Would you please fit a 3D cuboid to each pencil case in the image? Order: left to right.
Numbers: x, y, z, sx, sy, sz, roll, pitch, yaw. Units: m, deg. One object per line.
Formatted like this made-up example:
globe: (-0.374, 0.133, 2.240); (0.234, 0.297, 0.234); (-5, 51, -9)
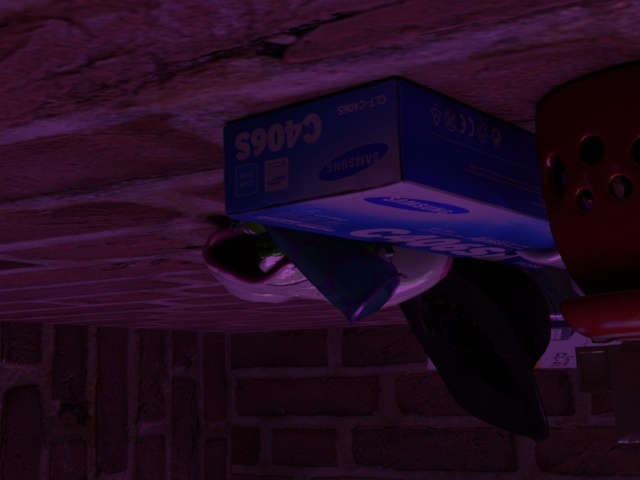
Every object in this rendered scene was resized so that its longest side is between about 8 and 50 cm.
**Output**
pencil case: (0.007, 0.005, 0.835); (0.070, 0.151, 0.064); (-47, 160, 11)

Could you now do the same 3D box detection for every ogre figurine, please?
ogre figurine: (0.000, 0.000, 0.952); (0.197, 0.097, 0.118); (43, 159, 4)

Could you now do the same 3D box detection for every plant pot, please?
plant pot: (0.254, -0.020, 0.620); (0.191, 0.174, 0.191); (-3, 170, -1)

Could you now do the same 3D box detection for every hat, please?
hat: (0.228, 0.105, 1.201); (0.134, 0.331, 0.331); (-35, -178, -18)

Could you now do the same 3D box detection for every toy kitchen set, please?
toy kitchen set: (0.234, 0.110, 0.646); (0.083, 0.068, 0.075); (-6, 170, 19)

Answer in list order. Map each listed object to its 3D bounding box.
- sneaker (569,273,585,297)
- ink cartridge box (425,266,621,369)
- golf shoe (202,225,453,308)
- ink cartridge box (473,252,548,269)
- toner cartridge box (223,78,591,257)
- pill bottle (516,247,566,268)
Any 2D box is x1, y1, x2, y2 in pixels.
sneaker: (0.531, 0.026, 1.202); (0.385, 0.145, 0.147); (-3, 141, 26)
ink cartridge box: (0.324, 0.112, 1.428); (0.306, 0.131, 0.226); (0, 150, 3)
golf shoe: (0.002, 0.023, 1.061); (0.306, 0.115, 0.140); (-5, 167, 15)
ink cartridge box: (0.235, -0.006, 1.047); (0.207, 0.046, 0.097); (10, 159, -44)
toner cartridge box: (0.098, -0.043, 0.748); (0.165, 0.075, 0.348); (-10, 168, 39)
pill bottle: (0.268, -0.012, 0.940); (0.087, 0.087, 0.160); (-8, 169, 38)
